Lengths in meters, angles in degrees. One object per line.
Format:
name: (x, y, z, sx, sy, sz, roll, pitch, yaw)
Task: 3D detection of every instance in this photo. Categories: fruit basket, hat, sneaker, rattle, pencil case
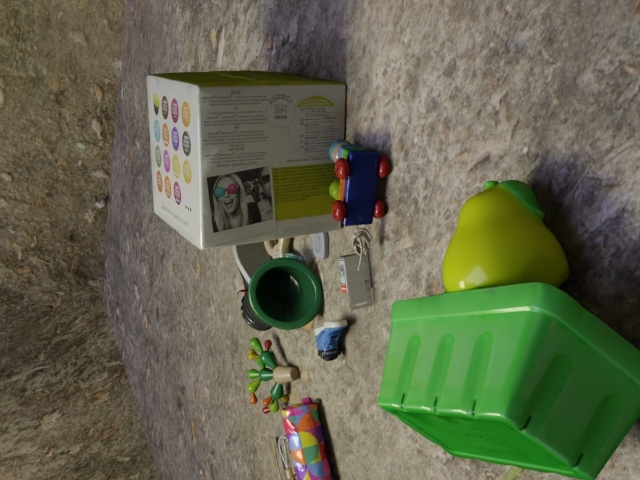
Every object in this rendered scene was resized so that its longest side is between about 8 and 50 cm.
fruit basket: (0.275, 0.115, 1.022, 0.392, 0.283, 0.392, -47, 19, 21)
hat: (-0.094, 0.121, 1.795, 0.173, 0.208, 0.183, -60, -1, 1)
sneaker: (0.029, 0.233, 1.633, 0.152, 0.058, 0.085, 141, 122, -63)
rattle: (-0.139, 0.012, 1.806, 0.130, 0.142, 0.200, -37, 58, 38)
pencil case: (-0.029, 0.521, 1.790, 0.104, 0.104, 0.236, -29, 71, 60)
sneaker: (-0.190, 0.119, 1.954, 0.147, 0.104, 0.296, -50, 59, 48)

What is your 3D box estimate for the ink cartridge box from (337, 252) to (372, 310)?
ink cartridge box: (0.074, 0.086, 1.504, 0.029, 0.063, 0.115, 2, 100, 60)

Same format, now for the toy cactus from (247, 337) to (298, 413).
toy cactus: (-0.126, 0.370, 1.946, 0.180, 0.112, 0.219, -11, 85, 43)

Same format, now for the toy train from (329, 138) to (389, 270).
toy train: (0.059, -0.079, 1.459, 0.143, 0.105, 0.248, -129, 39, -59)

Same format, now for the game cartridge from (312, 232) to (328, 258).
game cartridge: (0.000, 0.000, 1.668, 0.056, 0.017, 0.083, 19, 114, 63)

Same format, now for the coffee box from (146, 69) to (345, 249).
coffee box: (-0.172, -0.200, 1.586, 0.337, 0.338, 0.334, 28, 121, 56)

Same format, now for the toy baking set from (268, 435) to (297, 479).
toy baking set: (-0.077, 0.662, 1.991, 0.256, 0.030, 0.197, 19, 111, 58)
